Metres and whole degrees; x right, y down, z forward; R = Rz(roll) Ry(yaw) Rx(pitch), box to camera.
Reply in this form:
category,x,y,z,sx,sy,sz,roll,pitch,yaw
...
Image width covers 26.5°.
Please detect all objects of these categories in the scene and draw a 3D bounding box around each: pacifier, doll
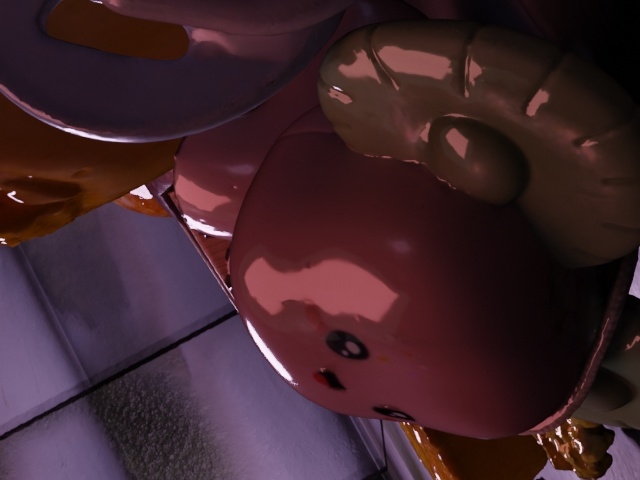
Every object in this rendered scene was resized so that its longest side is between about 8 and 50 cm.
category,x,y,z,sx,sy,sz,roll,pitch,yaw
pacifier,-0.041,-0.167,0.637,0.227,0.279,0.207,14,174,14
doll,0.068,-0.016,0.665,0.268,0.216,0.284,12,149,36

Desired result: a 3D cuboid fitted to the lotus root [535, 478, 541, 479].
category,x,y,z,sx,sy,sz,roll,pitch,yaw
lotus root,0.219,0.326,1.328,0.203,0.078,0.183,60,173,34

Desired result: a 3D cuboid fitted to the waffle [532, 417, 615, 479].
category,x,y,z,sx,sy,sz,roll,pitch,yaw
waffle,0.122,0.033,0.918,0.262,0.060,0.280,56,173,30

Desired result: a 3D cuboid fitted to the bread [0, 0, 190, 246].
category,x,y,z,sx,sy,sz,roll,pitch,yaw
bread,-0.164,-0.191,0.903,0.361,0.394,0.250,53,-174,38

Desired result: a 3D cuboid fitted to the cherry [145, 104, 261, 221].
category,x,y,z,sx,sy,sz,roll,pitch,yaw
cherry,-0.070,-0.128,1.152,0.230,0.203,0.300,-113,25,-43

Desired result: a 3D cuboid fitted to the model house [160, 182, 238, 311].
category,x,y,z,sx,sy,sz,roll,pitch,yaw
model house,-0.007,0.009,0.959,0.219,0.136,0.207,60,179,-18

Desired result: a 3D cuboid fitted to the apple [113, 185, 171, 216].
category,x,y,z,sx,sy,sz,roll,pitch,yaw
apple,-0.194,-0.183,1.634,0.309,0.277,0.250,37,160,0

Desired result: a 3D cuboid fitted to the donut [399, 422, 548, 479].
category,x,y,z,sx,sy,sz,roll,pitch,yaw
donut,0.096,0.100,1.197,0.303,0.110,0.303,59,175,8
